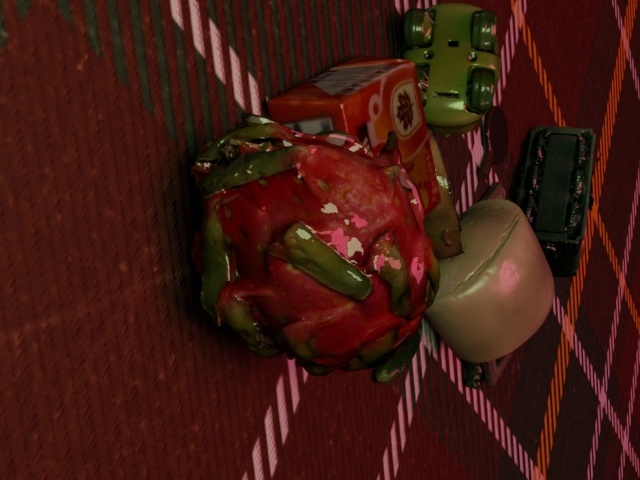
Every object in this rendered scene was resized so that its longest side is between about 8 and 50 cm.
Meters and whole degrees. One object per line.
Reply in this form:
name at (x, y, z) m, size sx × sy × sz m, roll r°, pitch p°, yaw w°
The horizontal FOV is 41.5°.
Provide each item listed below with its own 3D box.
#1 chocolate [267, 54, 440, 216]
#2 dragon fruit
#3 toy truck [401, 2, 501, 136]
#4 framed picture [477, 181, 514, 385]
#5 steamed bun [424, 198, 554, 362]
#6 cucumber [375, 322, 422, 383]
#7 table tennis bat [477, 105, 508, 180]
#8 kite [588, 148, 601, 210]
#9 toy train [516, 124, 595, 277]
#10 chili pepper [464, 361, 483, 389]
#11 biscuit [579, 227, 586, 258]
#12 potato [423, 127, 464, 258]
chocolate at (0.055, -0.103, 1.094) m, size 0.234 × 0.108 × 0.238 m, roll -36°, pitch 121°, yaw -49°
dragon fruit at (-0.009, 0.006, 0.896) m, size 0.302 × 0.237 × 0.231 m, roll 41°, pitch 35°, yaw -27°
toy truck at (0.198, -0.243, 1.292) m, size 0.211 × 0.148 × 0.187 m, roll 77°, pitch 20°, yaw -61°
framed picture at (0.324, 0.079, 1.578) m, size 0.232 × 0.024 × 0.315 m, roll -45°, pitch 126°, yaw -47°
steamed bun at (0.279, 0.063, 1.371) m, size 0.250 × 0.154 × 0.200 m, roll -54°, pitch 129°, yaw -32°
cucumber at (0.125, 0.165, 1.265) m, size 0.155 × 0.037 × 0.037 m, roll -49°, pitch 129°, yaw -44°
table tennis bat at (0.367, -0.180, 1.558) m, size 0.107 × 0.119 × 0.170 m, roll 58°, pitch 43°, yaw -38°
kite at (0.562, -0.128, 1.755) m, size 0.159 × 0.010 × 0.190 m, roll 87°, pitch 12°, yaw -60°
toy train at (0.476, -0.079, 1.718) m, size 0.178 × 0.138 × 0.330 m, roll 72°, pitch 30°, yaw -50°
chili pepper at (0.263, 0.204, 1.478) m, size 0.055 × 0.035 × 0.118 m, roll -71°, pitch 150°, yaw -54°
biscuit at (0.601, -0.056, 1.997) m, size 0.142 × 0.028 × 0.221 m, roll -45°, pitch 126°, yaw -48°
potato at (0.156, -0.067, 1.269) m, size 0.164 × 0.081 × 0.201 m, roll -80°, pitch 157°, yaw -75°
